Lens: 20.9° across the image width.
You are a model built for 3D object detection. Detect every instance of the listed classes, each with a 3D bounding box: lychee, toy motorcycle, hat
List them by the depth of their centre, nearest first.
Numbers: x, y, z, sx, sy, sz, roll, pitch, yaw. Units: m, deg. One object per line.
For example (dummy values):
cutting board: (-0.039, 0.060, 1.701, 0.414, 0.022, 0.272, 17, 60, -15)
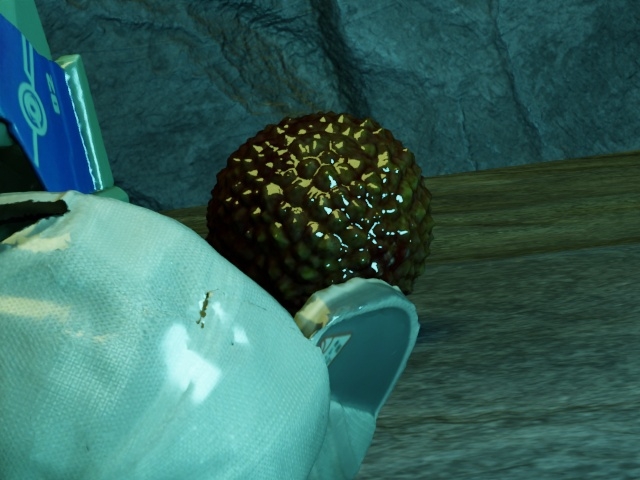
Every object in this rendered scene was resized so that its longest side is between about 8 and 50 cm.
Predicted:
hat: (-0.085, 0.087, 0.692, 0.232, 0.161, 0.275, -1, -17, 17)
toy motorcycle: (-0.228, -0.035, 1.099, 0.191, 0.326, 0.200, -6, 8, 8)
lychee: (0.000, 0.000, 1.328, 0.188, 0.188, 0.188, -6, 6, 1)
